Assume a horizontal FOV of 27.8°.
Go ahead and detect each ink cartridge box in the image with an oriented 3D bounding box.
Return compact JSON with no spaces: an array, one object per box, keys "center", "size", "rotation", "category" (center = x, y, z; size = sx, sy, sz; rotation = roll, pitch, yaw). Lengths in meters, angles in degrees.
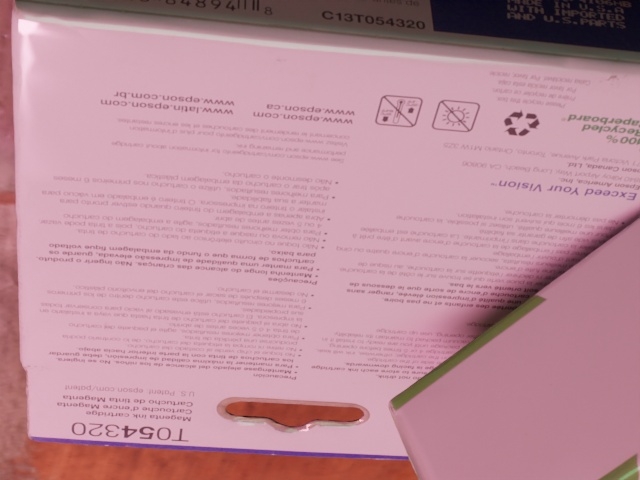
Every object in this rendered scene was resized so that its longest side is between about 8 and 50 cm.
[{"center":[0.000,0.000,0.710],"size":[0.324,0.071,0.330],"rotation":[4,138,-8],"category":"ink cartridge box"},{"center":[0.205,0.118,0.738],"size":[0.201,0.117,0.278],"rotation":[-39,141,17],"category":"ink cartridge box"}]
